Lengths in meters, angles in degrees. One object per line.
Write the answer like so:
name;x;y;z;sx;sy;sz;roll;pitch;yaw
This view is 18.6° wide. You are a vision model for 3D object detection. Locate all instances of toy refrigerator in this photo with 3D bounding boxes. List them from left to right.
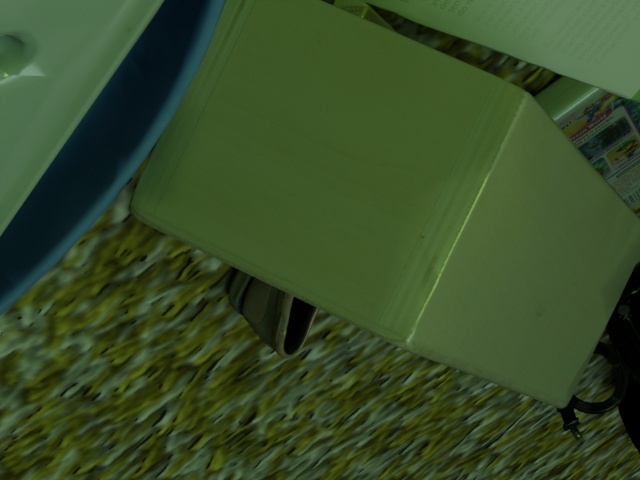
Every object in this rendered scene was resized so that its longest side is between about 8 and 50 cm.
toy refrigerator;0.041;-0.010;0.704;0.094;0.102;0.269;-64;160;0

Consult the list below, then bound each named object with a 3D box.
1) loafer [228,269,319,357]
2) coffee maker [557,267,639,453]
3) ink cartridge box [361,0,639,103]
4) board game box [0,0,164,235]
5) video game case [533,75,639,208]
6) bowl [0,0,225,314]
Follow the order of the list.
loafer;0.000;0.000;0.818;0.045;0.039;0.125;-14;149;-35
coffee maker;0.218;0.079;1.148;0.171;0.120;0.178;-9;153;4
ink cartridge box;0.063;-0.144;0.627;0.235;0.056;0.171;15;129;-32
board game box;-0.266;0.019;0.332;0.390;0.050;0.390;11;127;-45
video game case;0.109;-0.029;0.917;0.157;0.019;0.143;-35;154;6
bowl;-0.206;-0.043;0.466;0.391;0.077;0.391;-27;153;-14
